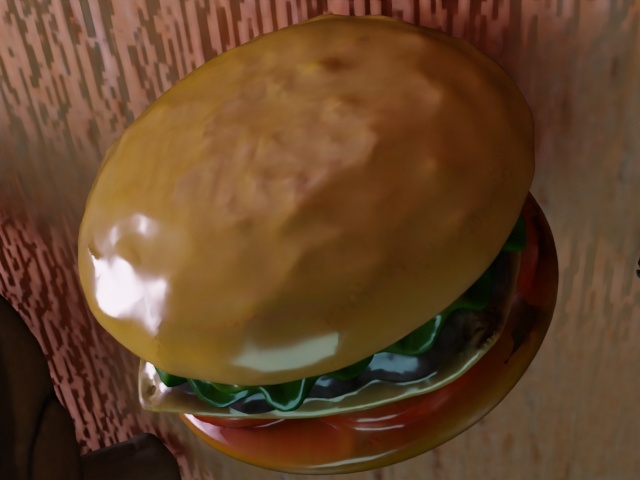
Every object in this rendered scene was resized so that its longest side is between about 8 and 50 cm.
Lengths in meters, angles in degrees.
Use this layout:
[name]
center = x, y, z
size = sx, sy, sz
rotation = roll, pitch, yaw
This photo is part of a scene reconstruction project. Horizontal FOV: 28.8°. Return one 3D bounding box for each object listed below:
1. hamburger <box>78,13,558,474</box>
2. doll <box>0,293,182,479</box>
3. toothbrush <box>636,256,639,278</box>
[hamburger]
center = 0.000, 0.000, 0.419
size = 0.162, 0.162, 0.115
rotation = -2, 136, 22
[doll]
center = -0.269, 0.140, 0.610
size = 0.379, 0.252, 0.382
rotation = -3, 128, 23
[toothbrush]
center = 0.248, 0.079, 0.504
size = 0.294, 0.028, 0.026
rotation = 29, 117, -12
